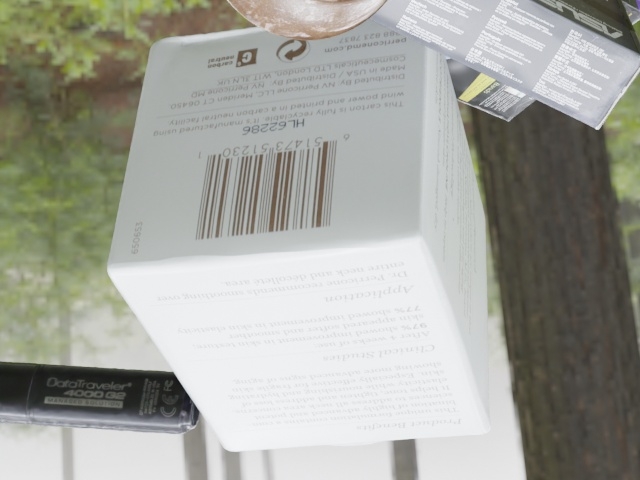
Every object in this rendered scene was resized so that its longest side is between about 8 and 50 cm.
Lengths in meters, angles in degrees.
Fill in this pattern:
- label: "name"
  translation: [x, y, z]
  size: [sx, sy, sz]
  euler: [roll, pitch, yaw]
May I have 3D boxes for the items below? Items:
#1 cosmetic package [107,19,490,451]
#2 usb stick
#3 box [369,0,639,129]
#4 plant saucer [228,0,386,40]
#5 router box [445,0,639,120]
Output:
- label: "cosmetic package"
  translation: [0.000, 0.000, 1.494]
  size: [0.329, 0.327, 0.394]
  euler: [-6, 142, 13]
- label: "usb stick"
  translation: [-0.277, 0.185, 1.563]
  size: [0.278, 0.077, 0.045]
  euler: [2, 154, 13]
- label: "box"
  translation: [0.105, -0.289, 1.298]
  size: [0.395, 0.318, 0.097]
  euler: [24, 121, -12]
- label: "plant saucer"
  translation: [0.004, -0.240, 0.937]
  size: [0.198, 0.199, 0.036]
  euler: [7, -174, -36]
- label: "router box"
  translation: [0.311, -0.333, 2.083]
  size: [0.243, 0.081, 0.309]
  euler: [18, 138, -37]
